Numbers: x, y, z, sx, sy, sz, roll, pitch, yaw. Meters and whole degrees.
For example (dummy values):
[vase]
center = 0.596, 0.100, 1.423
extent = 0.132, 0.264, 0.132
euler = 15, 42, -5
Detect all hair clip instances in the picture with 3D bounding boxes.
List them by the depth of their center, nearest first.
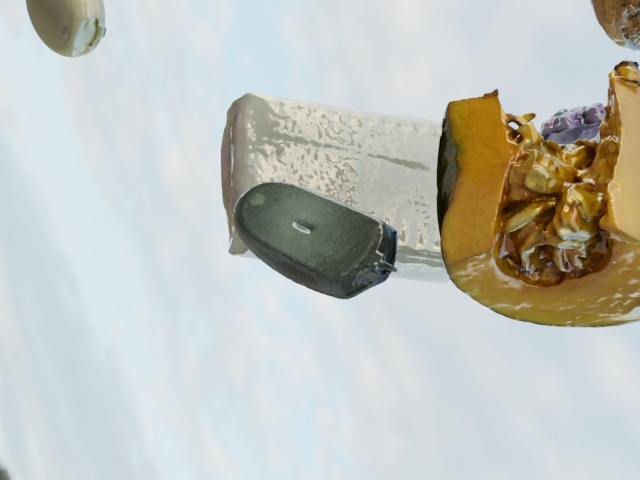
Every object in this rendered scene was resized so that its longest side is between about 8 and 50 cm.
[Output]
[hair clip]
center = 0.338, -0.145, 2.136
extent = 0.090, 0.278, 0.137
euler = 57, 1, 4

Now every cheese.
[cheese]
center = -0.401, -0.370, 2.155
extent = 0.227, 0.064, 0.137
euler = 48, -48, 27

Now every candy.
[candy]
center = 0.042, -0.065, 1.988
extent = 0.145, 0.358, 0.208
euler = 136, -41, -68

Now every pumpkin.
[pumpkin]
center = 0.282, -0.042, 1.614
extent = 0.256, 0.303, 0.225
euler = 45, 45, -51

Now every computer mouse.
[computer mouse]
center = 0.000, 0.002, 1.710
extent = 0.229, 0.113, 0.068
euler = 27, -21, 27

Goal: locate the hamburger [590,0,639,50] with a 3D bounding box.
[hamburger]
center = 0.505, -0.407, 2.121
extent = 0.245, 0.211, 0.260
euler = -2, 86, -63
